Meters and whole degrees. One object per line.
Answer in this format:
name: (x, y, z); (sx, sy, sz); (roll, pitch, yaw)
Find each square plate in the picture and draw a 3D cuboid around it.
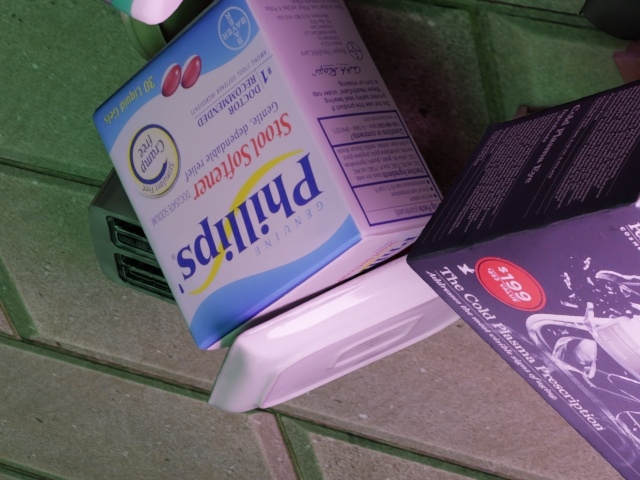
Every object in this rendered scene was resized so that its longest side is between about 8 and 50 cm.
square plate: (0.052, 0.090, 2.066); (0.049, 0.347, 0.344); (64, 166, 12)

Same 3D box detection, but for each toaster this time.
toaster: (-0.194, -0.018, 2.356); (0.185, 0.110, 0.168); (20, 146, 16)

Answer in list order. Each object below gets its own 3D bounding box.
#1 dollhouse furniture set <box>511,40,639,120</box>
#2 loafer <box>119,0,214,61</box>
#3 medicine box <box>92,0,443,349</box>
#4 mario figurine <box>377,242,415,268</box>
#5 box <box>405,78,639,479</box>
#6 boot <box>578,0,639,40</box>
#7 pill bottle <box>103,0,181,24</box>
dollhouse furniture set: (0.267, -0.045, 1.891); (0.355, 0.174, 0.303); (1, 138, 37)
loafer: (-0.159, -0.273, 1.980); (0.092, 0.102, 0.268); (13, 144, 35)
medicine box: (-0.055, -0.077, 1.944); (0.263, 0.149, 0.289); (-36, 73, 37)
mario figurine: (0.000, 0.000, 2.158); (0.320, 0.198, 0.170); (5, 128, 40)
box: (0.309, 0.042, 1.634); (0.343, 0.179, 0.312); (44, 151, -18)
boot: (0.332, -0.206, 1.722); (0.198, 0.077, 0.137); (37, 154, 13)
pill bottle: (-0.240, -0.348, 1.552); (0.361, 0.204, 0.204); (30, 148, 0)
